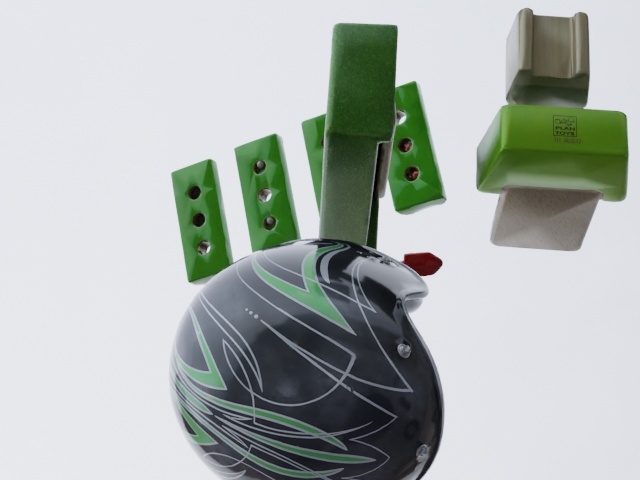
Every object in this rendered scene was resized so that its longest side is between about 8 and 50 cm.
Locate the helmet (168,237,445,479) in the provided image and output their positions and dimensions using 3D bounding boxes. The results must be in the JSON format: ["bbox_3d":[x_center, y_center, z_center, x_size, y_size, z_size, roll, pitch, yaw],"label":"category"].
[{"bbox_3d":[-0.007,0.083,0.808,0.169,0.161,0.169,4,-67,8],"label":"helmet"}]

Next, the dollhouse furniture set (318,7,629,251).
[{"bbox_3d":[0.107,-0.149,0.931,0.197,0.301,0.151,4,-29,2],"label":"dollhouse furniture set"}]

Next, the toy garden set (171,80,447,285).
[{"bbox_3d":[0.000,0.000,1.163,0.244,0.204,0.049,-18,-20,20],"label":"toy garden set"}]
